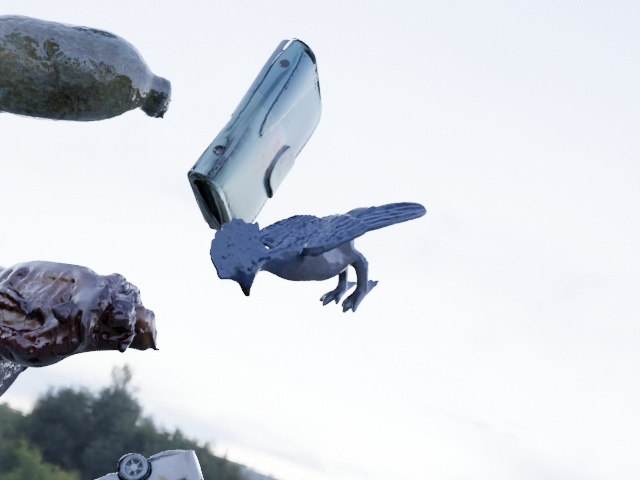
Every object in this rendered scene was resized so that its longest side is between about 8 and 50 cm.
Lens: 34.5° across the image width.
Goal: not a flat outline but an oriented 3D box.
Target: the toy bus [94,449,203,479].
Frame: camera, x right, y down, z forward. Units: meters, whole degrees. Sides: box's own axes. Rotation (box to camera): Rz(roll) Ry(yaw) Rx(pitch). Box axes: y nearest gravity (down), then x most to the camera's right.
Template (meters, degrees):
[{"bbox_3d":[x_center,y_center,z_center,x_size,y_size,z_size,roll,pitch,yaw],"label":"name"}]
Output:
[{"bbox_3d":[-0.325,0.401,1.441,0.343,0.138,0.097,-16,-34,-12],"label":"toy bus"}]

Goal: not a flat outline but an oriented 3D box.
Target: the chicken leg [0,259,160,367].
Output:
[{"bbox_3d":[-0.270,0.068,1.023,0.158,0.095,0.407,-5,-1,-20],"label":"chicken leg"}]

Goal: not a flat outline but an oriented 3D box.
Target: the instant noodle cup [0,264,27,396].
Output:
[{"bbox_3d":[-0.518,0.104,1.441,0.207,0.217,0.217,26,-20,6],"label":"instant noodle cup"}]

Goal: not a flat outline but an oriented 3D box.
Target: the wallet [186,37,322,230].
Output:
[{"bbox_3d":[-0.085,-0.136,1.426,0.075,0.250,0.176,26,-23,17],"label":"wallet"}]

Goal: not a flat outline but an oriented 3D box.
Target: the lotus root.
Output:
[{"bbox_3d":[-0.398,-0.259,1.572,0.350,0.175,0.175,4,-19,-10],"label":"lotus root"}]

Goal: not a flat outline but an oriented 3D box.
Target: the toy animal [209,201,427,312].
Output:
[{"bbox_3d":[0.000,0.000,1.183,0.239,0.255,0.176,-1,-52,52],"label":"toy animal"}]
